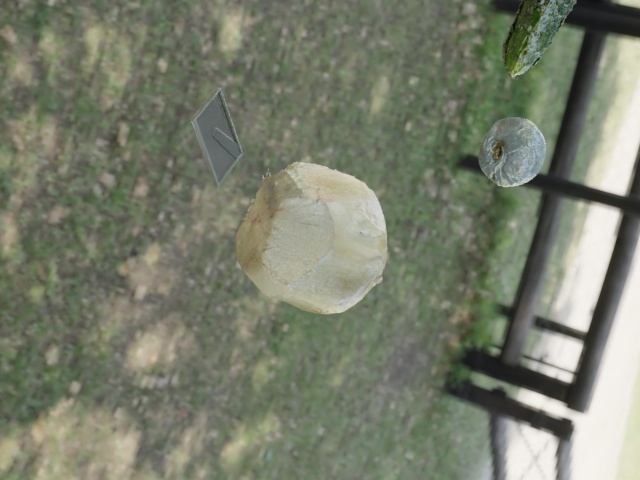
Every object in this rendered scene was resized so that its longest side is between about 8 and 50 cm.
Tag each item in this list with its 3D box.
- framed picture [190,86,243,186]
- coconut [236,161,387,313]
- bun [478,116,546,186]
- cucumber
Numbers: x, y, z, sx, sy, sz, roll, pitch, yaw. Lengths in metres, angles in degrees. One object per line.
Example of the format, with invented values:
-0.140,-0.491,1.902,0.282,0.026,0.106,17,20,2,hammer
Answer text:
-0.111,-0.111,1.349,0.066,0.006,0.089,-60,142,-44,framed picture
-0.001,0.003,1.564,0.194,0.194,0.194,-40,139,-47,coconut
0.203,-0.095,1.339,0.045,0.083,0.083,-2,110,-36,bun
0.300,-0.308,1.684,0.069,0.069,0.227,-40,160,-47,cucumber
